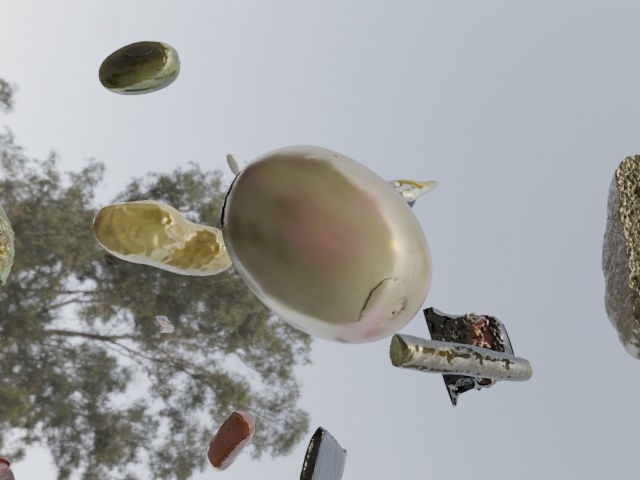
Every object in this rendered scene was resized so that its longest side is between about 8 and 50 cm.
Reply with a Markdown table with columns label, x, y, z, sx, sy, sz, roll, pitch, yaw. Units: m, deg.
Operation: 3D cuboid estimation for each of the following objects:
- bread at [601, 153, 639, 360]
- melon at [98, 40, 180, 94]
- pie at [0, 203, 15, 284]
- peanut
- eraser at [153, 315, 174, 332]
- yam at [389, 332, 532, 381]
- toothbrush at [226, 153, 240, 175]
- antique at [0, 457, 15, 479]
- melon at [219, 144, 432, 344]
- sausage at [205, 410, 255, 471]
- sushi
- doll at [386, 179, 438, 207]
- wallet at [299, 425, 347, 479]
| label | x | y | z | sx | sy | sz | roll | pitch | yaw |
| --- | --- | --- | --- | --- | --- | --- | --- | --- | --- |
| bread | 0.505 | 0.038 | 0.982 | 0.101 | 0.183 | 0.338 | 3 | -118 | 15 |
| melon | -0.353 | -0.335 | 1.220 | 0.162 | 0.099 | 0.099 | -13 | -119 | -3 |
| pie | -0.672 | -0.031 | 1.086 | 0.066 | 0.302 | 0.303 | -27 | -121 | 32 |
| peanut | -0.341 | -0.005 | 1.393 | 0.147 | 0.318 | 0.148 | -163 | -90 | -72 |
| eraser | -0.307 | 0.163 | 1.226 | 0.099 | 0.027 | 0.019 | -160 | -105 | -65 |
| yam | 0.237 | 0.199 | 1.046 | 0.061 | 0.273 | 0.061 | -39 | -135 | 55 |
| toothbrush | -0.126 | -0.047 | 1.258 | 0.019 | 0.025 | 0.276 | -23 | -81 | 2 |
| antique | -0.683 | 0.505 | 1.288 | 0.104 | 0.104 | 0.104 | -16 | -114 | 40 |
| melon | 0.000 | 0.000 | 0.804 | 0.317 | 0.223 | 0.223 | 42 | -74 | 40 |
| sausage | -0.207 | 0.456 | 1.424 | 0.194 | 0.077 | 0.077 | -56 | -135 | 32 |
| sushi | 0.318 | 0.230 | 1.301 | 0.150 | 0.153 | 0.172 | -18 | -152 | 9 |
| doll | 0.149 | -0.077 | 1.453 | 0.103 | 0.316 | 0.146 | 41 | -53 | 15 |
| wallet | 0.005 | 0.413 | 1.073 | 0.030 | 0.285 | 0.146 | 11 | -114 | 16 |
